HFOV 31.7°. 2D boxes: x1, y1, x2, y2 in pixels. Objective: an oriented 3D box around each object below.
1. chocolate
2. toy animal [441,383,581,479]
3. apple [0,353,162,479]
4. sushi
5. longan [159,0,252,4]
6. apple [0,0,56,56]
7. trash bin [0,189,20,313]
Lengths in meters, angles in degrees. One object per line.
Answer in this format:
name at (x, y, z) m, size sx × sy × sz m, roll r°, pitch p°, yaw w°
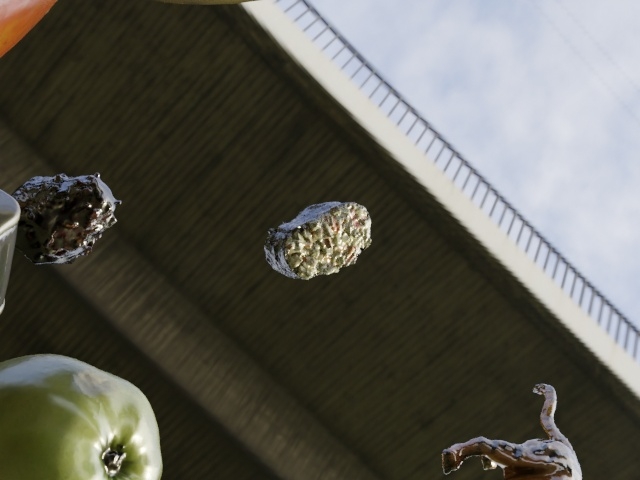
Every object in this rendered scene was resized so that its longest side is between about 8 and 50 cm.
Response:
chocolate at (-0.374, -0.049, 1.710) m, size 0.133 × 0.156 × 0.156 m, roll -23°, pitch -74°, yaw 38°
toy animal at (0.164, 0.184, 0.865) m, size 0.116 × 0.255 × 0.114 m, roll -4°, pitch -54°, yaw 20°
apple at (-0.417, 0.339, 1.679) m, size 0.357 × 0.357 × 0.357 m, roll 8°, pitch -62°, yaw 16°
sushi at (0.000, 0.000, 1.578) m, size 0.078 × 0.150 × 0.090 m, roll 0°, pitch -67°, yaw 56°
longan at (-0.100, -0.356, 0.902) m, size 0.405 × 0.404 × 0.336 m, roll 21°, pitch -92°, yaw 9°
apple at (-0.283, -0.163, 0.517) m, size 0.329 × 0.365 × 0.295 m, roll 24°, pitch -52°, yaw 40°
trash bin at (-0.550, 0.018, 1.469) m, size 0.291 × 0.182 × 0.209 m, roll 2°, pitch -52°, yaw -25°
